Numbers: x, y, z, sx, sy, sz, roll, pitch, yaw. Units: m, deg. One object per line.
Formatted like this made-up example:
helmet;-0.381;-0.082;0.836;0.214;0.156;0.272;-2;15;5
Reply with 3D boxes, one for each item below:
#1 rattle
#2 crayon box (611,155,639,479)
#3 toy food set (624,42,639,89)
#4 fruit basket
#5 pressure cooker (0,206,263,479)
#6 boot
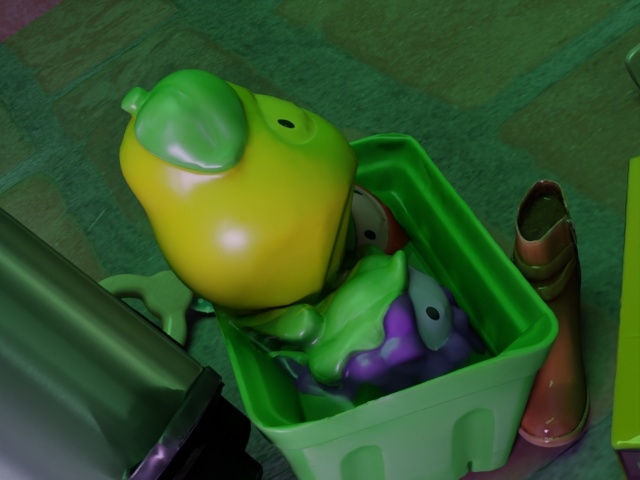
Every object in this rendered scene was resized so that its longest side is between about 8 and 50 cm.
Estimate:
rattle;-0.197;0.101;1.197;0.130;0.143;0.199;41;55;21
crayon box;0.416;0.045;0.754;0.363;0.106;0.313;-8;43;27
toy food set;0.487;-0.196;1.004;0.219;0.092;0.306;-37;36;-8
fruit basket;0.000;0.000;0.856;0.283;0.392;0.392;-16;35;-8
pressure cooker;-0.258;0.199;0.777;0.375;0.420;0.370;-52;5;-12
boot;0.187;0.058;0.855;0.073;0.152;0.197;-3;42;11
